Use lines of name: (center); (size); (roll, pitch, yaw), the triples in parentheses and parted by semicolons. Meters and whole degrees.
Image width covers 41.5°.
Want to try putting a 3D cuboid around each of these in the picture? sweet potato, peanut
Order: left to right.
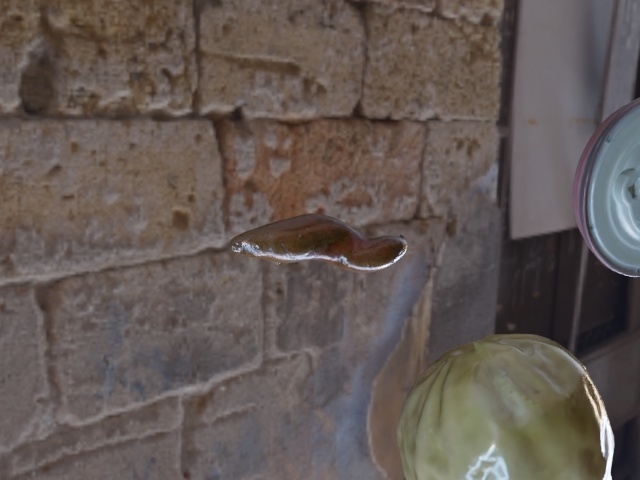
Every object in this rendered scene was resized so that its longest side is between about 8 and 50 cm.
sweet potato: (0.000, 0.001, 0.938); (0.202, 0.058, 0.055); (5, -145, -7)
peanut: (0.133, 0.153, 0.601); (0.147, 0.147, 0.305); (6, 157, 21)

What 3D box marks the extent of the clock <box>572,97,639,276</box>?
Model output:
clock: (0.436, -0.071, 1.104); (0.244, 0.244, 0.056); (-2, -164, -22)
